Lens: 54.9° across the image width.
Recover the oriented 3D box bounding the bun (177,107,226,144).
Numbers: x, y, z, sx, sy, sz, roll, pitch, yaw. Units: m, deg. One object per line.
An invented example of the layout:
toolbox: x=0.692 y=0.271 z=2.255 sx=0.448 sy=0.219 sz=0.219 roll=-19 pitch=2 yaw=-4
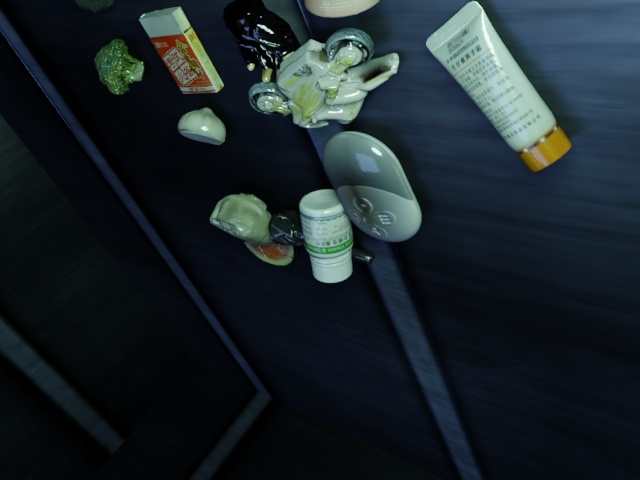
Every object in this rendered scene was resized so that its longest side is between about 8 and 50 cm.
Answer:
bun: x=-0.333 y=-0.334 z=1.762 sx=0.138 sy=0.094 sz=0.138 roll=15 pitch=178 yaw=1

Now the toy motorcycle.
toy motorcycle: x=0.015 y=-0.324 z=1.313 sx=0.223 sy=0.107 sz=0.341 roll=25 pitch=149 yaw=-35

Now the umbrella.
umbrella: x=0.000 y=0.000 z=1.845 sx=0.340 sy=0.118 sz=0.118 roll=19 pitch=146 yaw=18

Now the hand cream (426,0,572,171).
hand cream: x=0.317 y=-0.265 z=1.106 sx=0.314 sy=0.089 sz=0.140 roll=50 pitch=149 yaw=-10

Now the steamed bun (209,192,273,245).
steamed bun: x=-0.237 y=-0.077 z=1.958 sx=0.211 sy=0.144 sz=0.218 roll=22 pitch=178 yaw=40

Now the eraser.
eraser: x=-0.366 y=-0.496 z=1.627 sx=0.157 sy=0.038 sz=0.230 roll=11 pitch=141 yaw=42

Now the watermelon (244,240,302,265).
watermelon: x=-0.150 y=0.029 z=2.062 sx=0.245 sy=0.063 sz=0.119 roll=4 pitch=141 yaw=44

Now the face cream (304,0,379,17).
face cream: x=0.034 y=-0.474 z=1.076 sx=0.149 sy=0.149 sz=0.104 roll=22 pitch=147 yaw=30

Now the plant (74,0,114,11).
plant: x=-0.567 y=-0.677 z=1.505 sx=0.164 sy=0.142 sz=0.256 roll=34 pitch=147 yaw=9

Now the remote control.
remote control: x=0.125 y=-0.125 z=1.504 sx=0.221 sy=0.103 sz=0.332 roll=3 pitch=133 yaw=42

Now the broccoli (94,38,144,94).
broccoli: x=-0.586 y=-0.500 z=1.794 sx=0.138 sy=0.145 sz=0.162 roll=12 pitch=137 yaw=-14

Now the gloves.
gloves: x=-0.113 y=-0.425 z=1.353 sx=0.164 sy=0.124 sz=0.203 roll=23 pitch=166 yaw=46

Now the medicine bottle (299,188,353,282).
medicine bottle: x=0.021 y=-0.010 z=1.696 sx=0.139 sy=0.139 sz=0.236 roll=18 pitch=128 yaw=35
